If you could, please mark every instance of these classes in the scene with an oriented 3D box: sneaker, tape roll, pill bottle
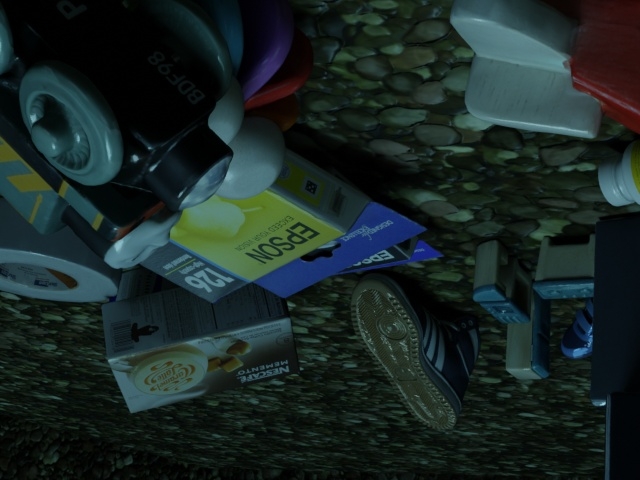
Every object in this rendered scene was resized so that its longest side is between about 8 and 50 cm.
[{"bbox_3d":[0.353,0.091,1.286,0.059,0.053,0.144,29,113,-37],"label":"sneaker"},{"bbox_3d":[-0.372,0.017,1.354,0.219,0.072,0.219,7,160,2],"label":"tape roll"},{"bbox_3d":[0.143,0.123,1.469,0.099,0.153,0.282,-5,127,36],"label":"sneaker"},{"bbox_3d":[0.311,-0.065,0.911,0.065,0.065,0.116,23,154,-38],"label":"pill bottle"}]

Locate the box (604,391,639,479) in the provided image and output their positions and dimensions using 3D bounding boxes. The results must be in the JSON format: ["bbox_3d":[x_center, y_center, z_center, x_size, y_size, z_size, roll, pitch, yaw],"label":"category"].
[{"bbox_3d":[0.465,0.273,1.005,0.343,0.178,0.312,0,158,20],"label":"box"}]

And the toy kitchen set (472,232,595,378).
[{"bbox_3d":[0.290,0.087,1.252,0.166,0.122,0.207,-5,157,29],"label":"toy kitchen set"}]

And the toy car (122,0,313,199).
[{"bbox_3d":[-0.074,-0.133,0.776,0.136,0.159,0.182,-34,151,7],"label":"toy car"}]

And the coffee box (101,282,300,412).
[{"bbox_3d":[-0.162,0.137,1.410,0.247,0.098,0.141,-12,141,-5],"label":"coffee box"}]

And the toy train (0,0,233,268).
[{"bbox_3d":[-0.198,-0.126,0.647,0.334,0.142,0.190,44,143,2],"label":"toy train"}]

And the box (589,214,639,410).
[{"bbox_3d":[0.517,0.118,1.133,0.294,0.211,0.395,-9,156,37],"label":"box"}]

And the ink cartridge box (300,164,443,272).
[{"bbox_3d":[0.000,0.000,1.180,0.206,0.045,0.208,-12,144,42],"label":"ink cartridge box"}]

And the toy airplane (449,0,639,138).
[{"bbox_3d":[0.271,-0.117,0.576,0.384,0.272,0.386,28,-171,-24],"label":"toy airplane"}]

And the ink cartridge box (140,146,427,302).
[{"bbox_3d":[-0.100,-0.018,1.081,0.307,0.072,0.304,32,149,-20],"label":"ink cartridge box"}]

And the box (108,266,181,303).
[{"bbox_3d":[-0.225,0.092,1.512,0.126,0.072,0.137,23,154,-38],"label":"box"}]
